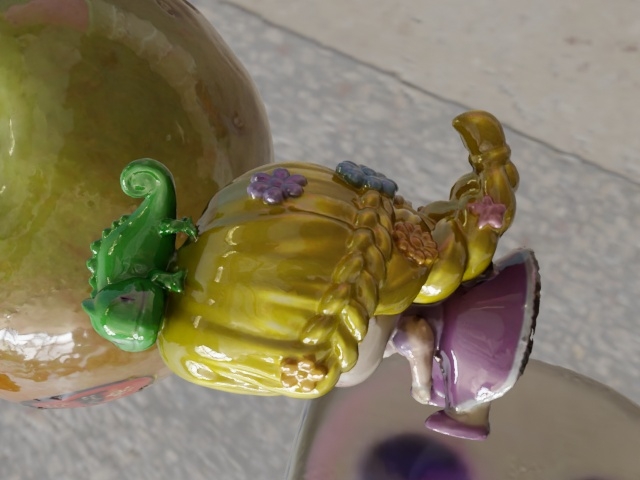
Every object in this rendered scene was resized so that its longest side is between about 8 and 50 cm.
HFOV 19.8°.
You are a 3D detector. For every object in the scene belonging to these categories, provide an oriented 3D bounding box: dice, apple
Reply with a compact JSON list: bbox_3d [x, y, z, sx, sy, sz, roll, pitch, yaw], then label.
[{"bbox_3d":[0.106,0.267,1.322,0.304,0.304,0.277,14,135,1],"label":"dice"},{"bbox_3d":[-0.203,-0.041,1.389,0.339,0.305,0.338,-4,76,15],"label":"apple"}]

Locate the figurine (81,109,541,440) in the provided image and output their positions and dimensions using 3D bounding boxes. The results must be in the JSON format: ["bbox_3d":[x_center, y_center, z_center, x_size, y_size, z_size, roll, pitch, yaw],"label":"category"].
[{"bbox_3d":[0.000,0.000,0.644,0.156,0.095,0.115,12,95,-11],"label":"figurine"}]
